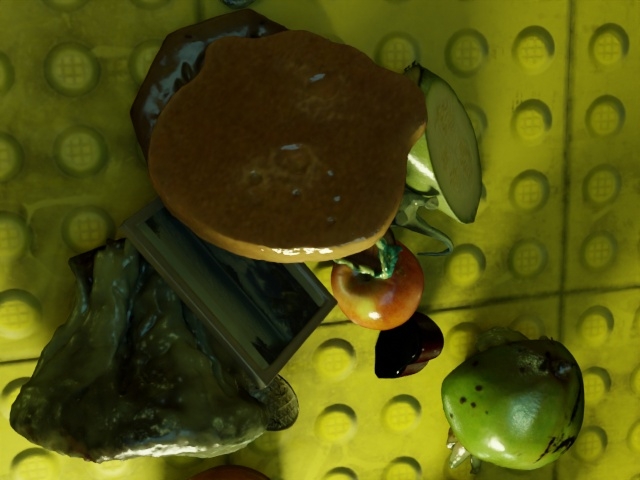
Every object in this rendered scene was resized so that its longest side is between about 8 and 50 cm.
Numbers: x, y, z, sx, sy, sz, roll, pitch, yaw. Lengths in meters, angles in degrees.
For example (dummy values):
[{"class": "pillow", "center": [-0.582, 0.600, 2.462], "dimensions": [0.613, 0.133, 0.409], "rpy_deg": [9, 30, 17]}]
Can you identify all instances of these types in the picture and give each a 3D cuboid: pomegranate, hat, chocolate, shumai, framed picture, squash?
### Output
[{"class": "pomegranate", "center": [0.335, 0.308, 1.533], "dimensions": [0.260, 0.261, 0.341], "rpy_deg": [10, 130, -17]}, {"class": "hat", "center": [-0.091, 0.259, 1.491], "dimensions": [0.145, 0.067, 0.146], "rpy_deg": [12, 123, 19]}, {"class": "chocolate", "center": [0.161, 0.185, 1.523], "dimensions": [0.080, 0.125, 0.149], "rpy_deg": [9, 137, -26]}, {"class": "shumai", "center": [-0.267, 0.157, 1.287], "dimensions": [0.397, 0.324, 0.324], "rpy_deg": [1, 84, 20]}, {"class": "framed picture", "center": [-0.129, 0.041, 1.284], "dimensions": [0.315, 0.024, 0.232], "rpy_deg": [48, 43, -5]}, {"class": "squash", "center": [0.215, -0.153, 1.406], "dimensions": [0.260, 0.189, 0.189], "rpy_deg": [31, 94, -15]}]

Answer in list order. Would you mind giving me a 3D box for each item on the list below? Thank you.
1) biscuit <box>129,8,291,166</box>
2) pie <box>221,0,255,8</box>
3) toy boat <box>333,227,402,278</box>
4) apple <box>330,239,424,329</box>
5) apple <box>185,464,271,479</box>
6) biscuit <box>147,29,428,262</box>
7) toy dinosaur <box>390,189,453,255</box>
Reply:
[{"class": "biscuit", "center": [-0.128, -0.196, 1.378], "dimensions": [0.358, 0.046, 0.360], "rpy_deg": [-4, 105, -15]}, {"class": "pie", "center": [-0.131, -0.409, 1.337], "dimensions": [0.084, 0.021, 0.084], "rpy_deg": [-4, 103, -15]}, {"class": "toy boat", "center": [0.003, -0.007, 1.386], "dimensions": [0.099, 0.292, 0.109], "rpy_deg": [-51, 138, -38]}, {"class": "apple", "center": [0.100, 0.074, 1.448], "dimensions": [0.163, 0.163, 0.139], "rpy_deg": [-57, 152, 3]}, {"class": "apple", "center": [-0.177, 0.511, 1.461], "dimensions": [0.226, 0.246, 0.246], "rpy_deg": [4, 103, 3]}, {"class": "biscuit", "center": [-0.052, -0.142, 1.252], "dimensions": [0.384, 0.062, 0.365], "rpy_deg": [20, 72, 9]}, {"class": "toy dinosaur", "center": [0.111, -0.063, 1.386], "dimensions": [0.362, 0.147, 0.077], "rpy_deg": [30, 83, -24]}]
